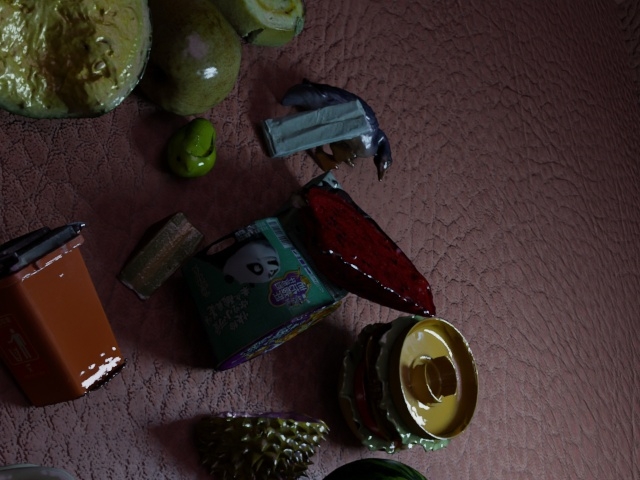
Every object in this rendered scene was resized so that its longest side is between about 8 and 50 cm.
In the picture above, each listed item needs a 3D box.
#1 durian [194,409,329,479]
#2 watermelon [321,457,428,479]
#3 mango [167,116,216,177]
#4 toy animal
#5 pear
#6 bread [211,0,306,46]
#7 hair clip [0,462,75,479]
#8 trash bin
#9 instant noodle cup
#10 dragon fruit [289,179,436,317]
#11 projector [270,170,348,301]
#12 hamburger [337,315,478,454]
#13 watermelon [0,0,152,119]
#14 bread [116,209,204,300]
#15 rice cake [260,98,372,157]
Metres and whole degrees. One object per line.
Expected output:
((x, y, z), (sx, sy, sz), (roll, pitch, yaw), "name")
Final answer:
((-0.080, 0.344, 1.672), (0.260, 0.186, 0.154), (0, 63, -36), "durian")
((0.098, 0.515, 1.670), (0.285, 0.285, 0.285), (27, 51, -39), "watermelon")
((-0.236, -0.171, 1.839), (0.091, 0.074, 0.165), (44, 29, -15), "mango")
((0.046, -0.248, 2.179), (0.298, 0.122, 0.185), (43, 52, -15), "toy animal")
((-0.255, -0.344, 1.812), (0.228, 0.188, 0.211), (53, 31, -15), "pear")
((-0.144, -0.522, 2.110), (0.257, 0.124, 0.186), (50, 46, -19), "bread")
((-0.431, 0.371, 1.279), (0.282, 0.113, 0.172), (-22, 87, -47), "hair clip")
((-0.392, 0.106, 1.436), (0.184, 0.161, 0.239), (-43, 111, -51), "trash bin")
((-0.114, 0.086, 1.711), (0.251, 0.251, 0.190), (-17, 74, -52), "instant noodle cup")
((0.062, 0.019, 1.875), (0.343, 0.100, 0.282), (31, 30, -35), "dragon fruit")
((0.000, 0.000, 1.989), (0.198, 0.108, 0.250), (54, 39, -12), "projector")
((0.155, 0.285, 1.925), (0.274, 0.212, 0.274), (19, 62, -40), "hamburger")
((-0.452, -0.348, 1.570), (0.331, 0.189, 0.331), (1, 88, -41), "watermelon")
((-0.270, 0.027, 1.673), (0.074, 0.084, 0.139), (50, 40, -20), "bread")
((-0.008, -0.237, 2.061), (0.040, 0.226, 0.085), (152, -77, -83), "rice cake")
